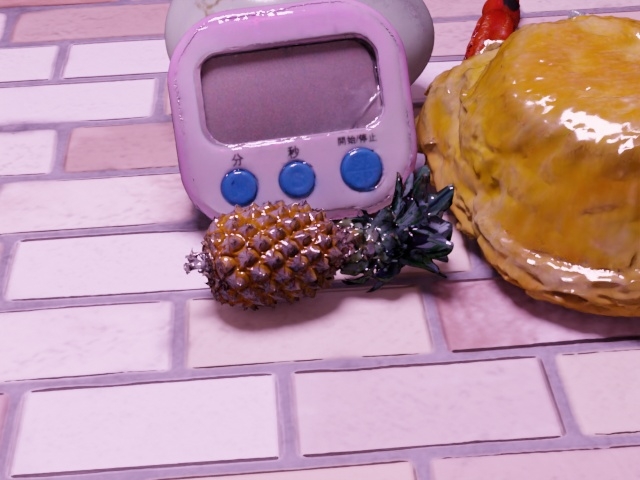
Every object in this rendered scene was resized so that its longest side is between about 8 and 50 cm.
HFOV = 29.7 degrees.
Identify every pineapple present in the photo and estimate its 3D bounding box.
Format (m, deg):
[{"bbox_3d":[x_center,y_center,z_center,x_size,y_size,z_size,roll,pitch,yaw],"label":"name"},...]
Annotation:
[{"bbox_3d":[0.000,0.000,0.955,0.221,0.103,0.083,-9,23,-9],"label":"pineapple"}]

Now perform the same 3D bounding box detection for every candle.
[{"bbox_3d":[0.172,-0.187,1.259,0.048,0.051,0.329,4,35,14],"label":"candle"}]

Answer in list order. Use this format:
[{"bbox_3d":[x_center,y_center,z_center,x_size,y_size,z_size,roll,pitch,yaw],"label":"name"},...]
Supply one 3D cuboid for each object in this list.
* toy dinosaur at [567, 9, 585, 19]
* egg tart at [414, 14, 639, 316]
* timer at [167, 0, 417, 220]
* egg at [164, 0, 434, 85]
[{"bbox_3d":[0.294,-0.182,1.263,0.187,0.044,0.106,17,51,5],"label":"toy dinosaur"},{"bbox_3d":[0.264,-0.086,1.002,0.339,0.153,0.351,-9,41,-6],"label":"egg tart"},{"bbox_3d":[-0.024,-0.108,1.049,0.208,0.191,0.069,-8,3,-6],"label":"timer"},{"bbox_3d":[-0.019,-0.199,1.173,0.264,0.183,0.183,0,34,-9],"label":"egg"}]
